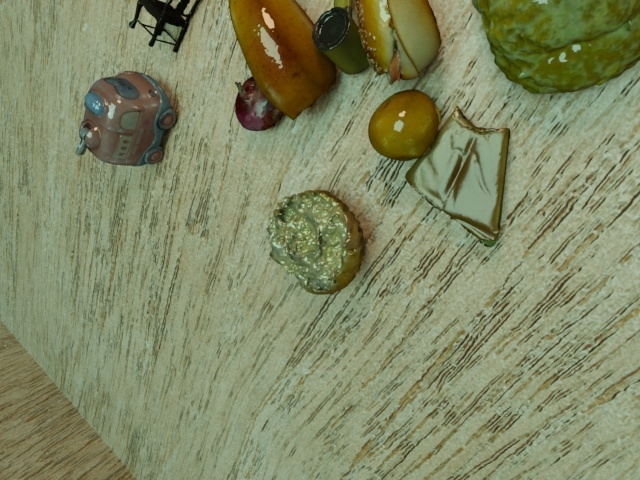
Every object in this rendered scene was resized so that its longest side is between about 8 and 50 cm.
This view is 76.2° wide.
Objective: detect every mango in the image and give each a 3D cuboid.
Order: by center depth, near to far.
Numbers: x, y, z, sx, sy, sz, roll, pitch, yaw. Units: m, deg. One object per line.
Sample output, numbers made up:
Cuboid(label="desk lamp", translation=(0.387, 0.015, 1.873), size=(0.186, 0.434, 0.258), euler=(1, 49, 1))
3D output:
Cuboid(label="mango", translation=(-0.095, -0.469, 0.946), size=(0.201, 0.199, 0.350), euler=(-32, 101, -10))

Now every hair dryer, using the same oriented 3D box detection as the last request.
Cuboid(label="hair dryer", translation=(0.056, -0.521, 0.897), size=(0.090, 0.135, 0.279), euler=(-1, 85, 31))

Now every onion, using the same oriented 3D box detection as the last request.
Cuboid(label="onion", translation=(-0.173, -0.362, 1.046), size=(0.150, 0.140, 0.150), euler=(-1, 87, 23))

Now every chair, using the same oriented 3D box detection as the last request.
Cuboid(label="chair", translation=(-0.422, -0.658, 1.142), size=(0.113, 0.106, 0.229), euler=(47, 119, 10))

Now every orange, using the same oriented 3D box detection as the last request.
Cuboid(label="orange", translation=(0.391, -0.427, 0.659), size=(0.271, 0.210, 0.369), euler=(-22, 93, 31))
Cuboid(label="orange", translation=(0.177, -0.240, 0.866), size=(0.154, 0.155, 0.134), euler=(-26, 119, 33))

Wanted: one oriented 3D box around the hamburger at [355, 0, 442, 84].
Cuboid(label="hamburger", translation=(0.143, -0.428, 0.800), size=(0.147, 0.237, 0.237), euler=(-22, 91, 17))

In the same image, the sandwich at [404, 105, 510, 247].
Cuboid(label="sandwich", translation=(0.328, -0.137, 0.852), size=(0.245, 0.063, 0.212), euler=(42, 118, 14))

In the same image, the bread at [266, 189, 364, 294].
Cuboid(label="bread", translation=(0.000, 0.000, 1.032), size=(0.274, 0.149, 0.274), euler=(12, 112, 33))

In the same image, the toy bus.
Cuboid(label="toy bus", translation=(-0.610, -0.367, 1.250), size=(0.197, 0.232, 0.294), euler=(44, 121, 15))
